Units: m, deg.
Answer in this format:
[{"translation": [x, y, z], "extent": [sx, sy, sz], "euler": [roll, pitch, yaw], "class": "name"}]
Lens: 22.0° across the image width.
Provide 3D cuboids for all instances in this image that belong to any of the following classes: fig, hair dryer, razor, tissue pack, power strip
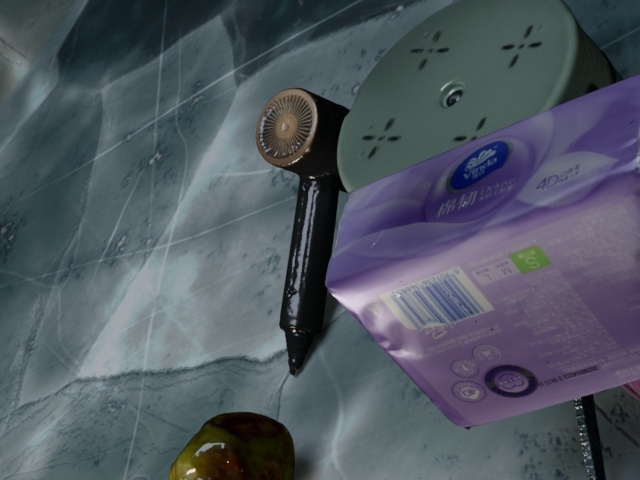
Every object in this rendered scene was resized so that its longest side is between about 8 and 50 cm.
[{"translation": [-0.108, 0.276, 1.891], "extent": [0.166, 0.144, 0.154], "euler": [-42, 42, 48], "class": "fig"}, {"translation": [0.000, 0.000, 2.086], "extent": [0.107, 0.189, 0.352], "euler": [0, 78, 41], "class": "hair dryer"}, {"translation": [0.260, 0.204, 1.597], "extent": [0.066, 0.033, 0.190], "euler": [-15, 75, 40], "class": "razor"}, {"translation": [0.214, 0.014, 1.489], "extent": [0.338, 0.242, 0.160], "euler": [-21, 37, 32], "class": "tissue pack"}, {"translation": [0.202, -0.125, 1.935], "extent": [0.357, 0.161, 0.357], "euler": [-28, 39, 25], "class": "power strip"}]

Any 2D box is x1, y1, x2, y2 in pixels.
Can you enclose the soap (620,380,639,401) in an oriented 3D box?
[{"translation": [0.342, 0.136, 1.547], "extent": [0.065, 0.122, 0.203], "euler": [-49, 32, -2], "class": "soap"}]
